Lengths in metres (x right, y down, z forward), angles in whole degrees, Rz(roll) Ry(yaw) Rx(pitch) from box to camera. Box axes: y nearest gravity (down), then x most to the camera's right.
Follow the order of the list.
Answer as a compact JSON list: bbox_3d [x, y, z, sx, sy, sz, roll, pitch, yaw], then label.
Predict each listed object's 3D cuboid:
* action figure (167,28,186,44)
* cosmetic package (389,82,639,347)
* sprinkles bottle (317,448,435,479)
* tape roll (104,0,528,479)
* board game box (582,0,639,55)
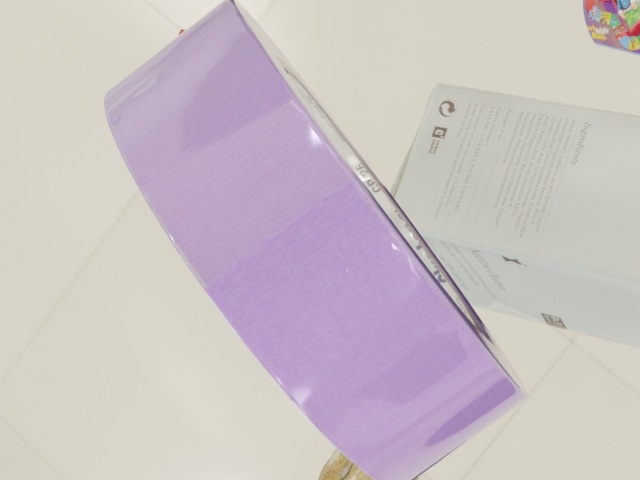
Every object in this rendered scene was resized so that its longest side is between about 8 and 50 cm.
[{"bbox_3d":[-0.166,-0.179,1.307,0.030,0.038,0.115,27,50,9],"label":"action figure"},{"bbox_3d":[0.279,-0.004,1.110,0.385,0.217,0.156,15,75,30],"label":"cosmetic package"},{"bbox_3d":[0.162,0.400,1.663,0.355,0.121,0.121,36,99,-14],"label":"sprinkles bottle"},{"bbox_3d":[0.000,0.000,0.691,0.090,0.275,0.275,-36,74,6],"label":"tape roll"},{"bbox_3d":[0.389,-0.308,1.584,0.168,0.033,0.133,29,121,50],"label":"board game box"}]
